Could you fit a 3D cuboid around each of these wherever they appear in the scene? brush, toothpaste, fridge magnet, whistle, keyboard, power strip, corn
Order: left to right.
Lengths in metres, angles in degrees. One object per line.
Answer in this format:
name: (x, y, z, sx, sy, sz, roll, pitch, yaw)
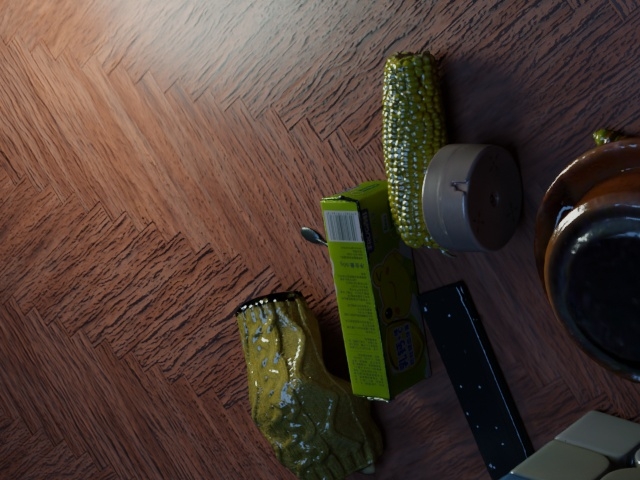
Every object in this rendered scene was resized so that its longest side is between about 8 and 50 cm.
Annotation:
brush: (0.000, 0.000, 2.283, 0.083, 0.008, 0.024, 28, 122, 31)
toothpaste: (0.086, 0.074, 2.164, 0.077, 0.110, 0.327, 2, 109, 40)
corn: (0.139, -0.117, 2.045, 0.101, 0.101, 0.310, 3, 111, 42)
power strip: (0.211, -0.058, 1.970, 0.078, 0.154, 0.154, 3, 109, 39)
keyboard: (0.239, 0.213, 2.146, 0.101, 0.018, 0.309, -22, 92, 46)
whistle: (0.405, -0.113, 1.857, 0.109, 0.057, 0.046, 27, 79, 43)
fridge magnet: (0.431, 0.042, 1.795, 0.363, 0.155, 0.363, 19, 126, 28)

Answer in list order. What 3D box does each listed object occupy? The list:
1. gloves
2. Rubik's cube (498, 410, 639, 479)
gloves: (-0.033, 0.255, 2.316, 0.203, 0.155, 0.356, -28, 91, 49)
Rubik's cube: (0.413, 0.471, 1.863, 0.344, 0.347, 0.346, 14, 115, 37)
